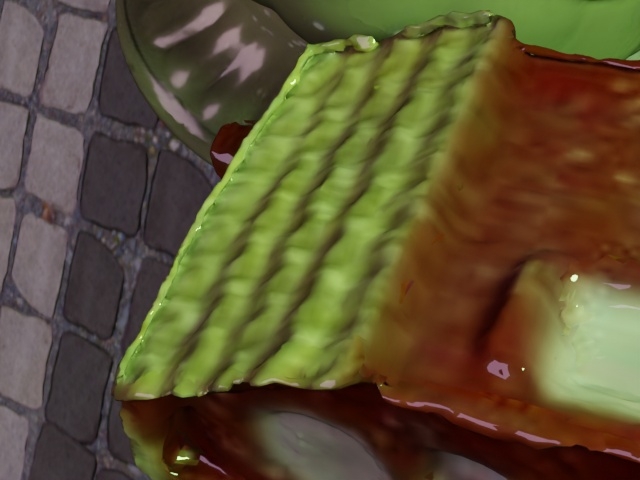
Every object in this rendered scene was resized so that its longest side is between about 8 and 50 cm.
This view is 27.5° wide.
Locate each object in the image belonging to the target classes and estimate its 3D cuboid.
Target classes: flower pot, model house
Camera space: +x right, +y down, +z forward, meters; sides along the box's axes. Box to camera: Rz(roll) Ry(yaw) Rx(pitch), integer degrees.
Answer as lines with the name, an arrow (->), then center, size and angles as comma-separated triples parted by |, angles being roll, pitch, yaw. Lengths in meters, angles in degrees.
flower pot -> 0.025, -0.168, 0.667 | 0.244, 0.307, 0.307 | -55, 52, 44
model house -> 0.052, 0.031, 0.495 | 0.254, 0.196, 0.160 | 15, 143, 19
